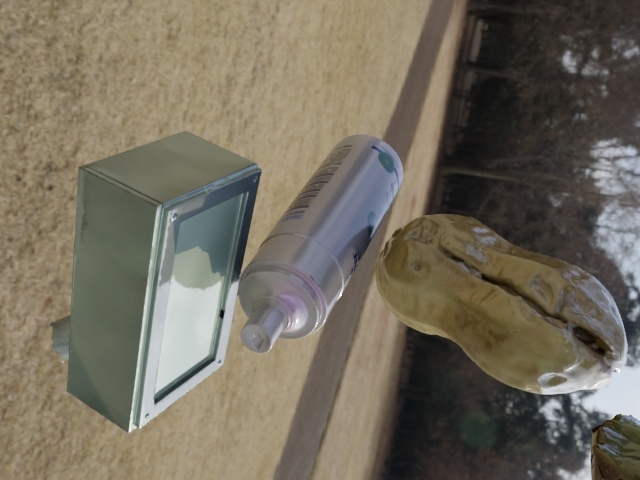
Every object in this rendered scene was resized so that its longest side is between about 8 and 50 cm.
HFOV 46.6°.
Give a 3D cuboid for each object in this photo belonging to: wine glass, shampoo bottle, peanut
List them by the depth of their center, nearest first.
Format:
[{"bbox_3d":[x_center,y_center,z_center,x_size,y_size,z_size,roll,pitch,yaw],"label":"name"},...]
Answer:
[{"bbox_3d":[0.152,0.050,0.688,0.130,0.290,0.130,-13,115,-31],"label":"peanut"},{"bbox_3d":[0.000,0.000,0.731,0.303,0.092,0.092,-58,155,-50],"label":"shampoo bottle"},{"bbox_3d":[-0.193,0.086,0.881,0.074,0.262,0.074,164,-90,-89],"label":"wine glass"}]

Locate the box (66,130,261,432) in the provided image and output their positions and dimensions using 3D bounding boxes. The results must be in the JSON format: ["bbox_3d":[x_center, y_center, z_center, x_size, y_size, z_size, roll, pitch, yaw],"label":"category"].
[{"bbox_3d":[-0.139,0.036,0.646,0.129,0.086,0.225,-34,144,-53],"label":"box"}]

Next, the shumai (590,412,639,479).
[{"bbox_3d":[0.248,0.175,0.451,0.142,0.184,0.184,4,-97,66],"label":"shumai"}]
